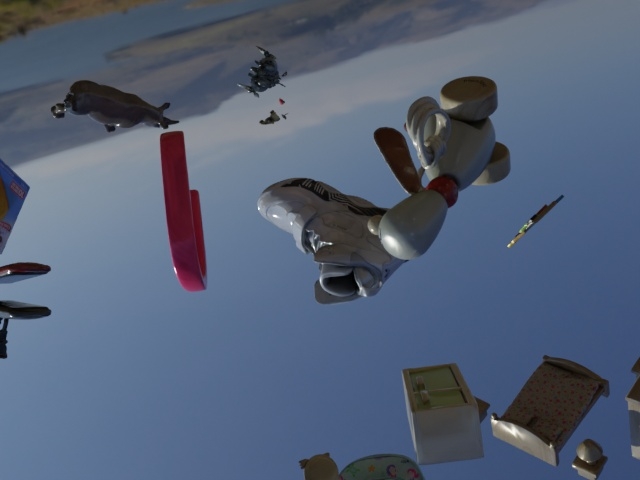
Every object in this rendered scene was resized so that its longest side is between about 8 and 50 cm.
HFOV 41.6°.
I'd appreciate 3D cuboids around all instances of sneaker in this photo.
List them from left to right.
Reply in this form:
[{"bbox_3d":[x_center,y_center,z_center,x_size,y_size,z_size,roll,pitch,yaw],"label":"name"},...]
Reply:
[{"bbox_3d":[0.000,0.000,1.695,0.366,0.137,0.210,18,-136,22],"label":"sneaker"}]

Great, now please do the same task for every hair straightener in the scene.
[{"bbox_3d":[-0.335,0.075,0.824,0.230,0.089,0.047,-9,173,40],"label":"hair straightener"}]

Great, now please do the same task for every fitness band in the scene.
[{"bbox_3d":[-0.244,-0.051,1.484,0.054,0.291,0.209,-9,161,-4],"label":"fitness band"}]

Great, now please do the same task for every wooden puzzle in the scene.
[{"bbox_3d":[0.368,-0.036,1.447,0.116,0.014,0.078,-37,170,-33],"label":"wooden puzzle"}]

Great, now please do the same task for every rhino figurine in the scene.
[{"bbox_3d":[-0.383,-0.250,1.624,0.243,0.073,0.106,10,165,-35],"label":"rhino figurine"}]

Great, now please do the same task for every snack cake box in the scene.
[{"bbox_3d":[-0.645,-0.102,1.484,0.089,0.264,0.152,1,-118,19],"label":"snack cake box"}]

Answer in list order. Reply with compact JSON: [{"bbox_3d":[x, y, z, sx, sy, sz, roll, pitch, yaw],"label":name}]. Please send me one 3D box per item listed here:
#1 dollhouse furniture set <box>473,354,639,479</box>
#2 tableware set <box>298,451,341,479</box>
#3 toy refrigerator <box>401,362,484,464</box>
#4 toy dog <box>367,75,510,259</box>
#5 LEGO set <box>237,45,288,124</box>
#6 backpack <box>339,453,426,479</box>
[{"bbox_3d":[0.474,0.243,1.552,0.355,0.174,0.303,20,-129,40],"label":"dollhouse furniture set"},{"bbox_3d":[-0.002,0.443,1.378,0.141,0.169,0.020,-31,176,-31],"label":"tableware set"},{"bbox_3d":[0.195,0.274,1.385,0.102,0.094,0.269,-7,-175,4],"label":"toy refrigerator"},{"bbox_3d":[0.144,-0.109,1.191,0.161,0.220,0.333,7,-160,33],"label":"toy dog"},{"bbox_3d":[-0.054,-0.161,0.881,0.054,0.083,0.023,-34,-157,-10],"label":"LEGO set"},{"bbox_3d":[0.138,0.592,1.823,0.225,0.253,0.191,-9,151,8],"label":"backpack"}]
